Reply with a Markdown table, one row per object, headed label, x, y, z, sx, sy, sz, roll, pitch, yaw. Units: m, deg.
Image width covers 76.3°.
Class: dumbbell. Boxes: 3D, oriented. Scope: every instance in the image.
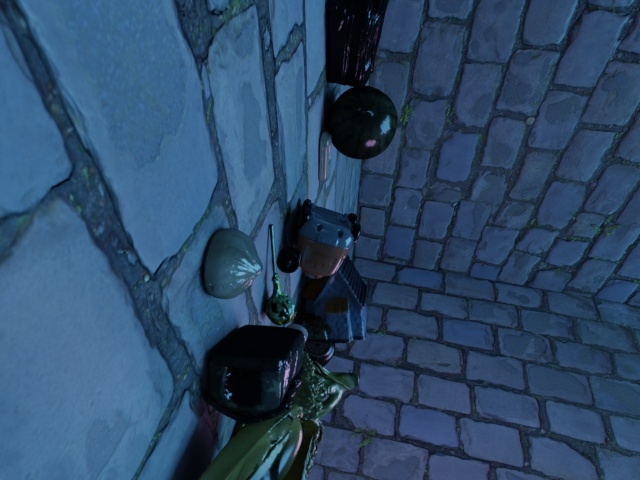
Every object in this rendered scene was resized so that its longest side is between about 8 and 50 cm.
| label | x | y | z | sx | sy | sz | roll | pitch | yaw |
| --- | --- | --- | --- | --- | --- | --- | --- | --- | --- |
| dumbbell | -0.094 | 0.057 | 1.209 | 0.147 | 0.070 | 0.069 | -83 | -179 | -77 |

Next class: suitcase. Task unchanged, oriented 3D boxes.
| label | x | y | z | sx | sy | sz | roll | pitch | yaw |
| --- | --- | --- | --- | --- | --- | --- | --- | --- | --- |
| suitcase | 0.128 | -0.757 | 1.462 | 0.339 | 0.189 | 0.344 | 96 | 7 | -56 |

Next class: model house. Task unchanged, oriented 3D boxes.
| label | x | y | z | sx | sy | sz | roll | pitch | yaw |
| --- | --- | --- | --- | --- | --- | --- | --- | --- | --- |
| model house | 0.055 | 0.218 | 1.741 | 0.360 | 0.298 | 0.338 | -44 | 135 | -76 |

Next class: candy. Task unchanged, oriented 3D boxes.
| label | x | y | z | sx | sy | sz | roll | pitch | yaw |
| --- | --- | --- | --- | --- | --- | --- | --- | --- | --- |
| candy | -0.118 | 0.099 | 1.135 | 0.083 | 0.091 | 0.304 | -42 | 135 | -60 |

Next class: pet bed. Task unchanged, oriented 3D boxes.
| label | x | y | z | sx | sy | sz | roll | pitch | yaw |
| --- | --- | --- | --- | --- | --- | --- | --- | --- | --- |
| pet bed | -0.136 | 0.291 | 0.889 | 0.211 | 0.184 | 0.159 | -42 | 135 | -79 |

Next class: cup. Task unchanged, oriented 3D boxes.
| label | x | y | z | sx | sy | sz | roll | pitch | yaw |
| --- | --- | --- | --- | --- | --- | --- | --- | --- | --- |
| cup | -0.027 | 0.480 | 1.887 | 0.176 | 0.170 | 0.222 | 93 | -20 | -57 |

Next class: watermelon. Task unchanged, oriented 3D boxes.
| label | x | y | z | sx | sy | sz | roll | pitch | yaw |
| --- | --- | --- | --- | --- | --- | --- | --- | --- | --- |
| watermelon | 0.165 | -0.462 | 1.611 | 0.359 | 0.280 | 0.278 | -155 | -106 | -88 |

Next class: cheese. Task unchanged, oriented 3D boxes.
| label | x | y | z | sx | sy | sz | roll | pitch | yaw |
| --- | --- | --- | --- | --- | --- | --- | --- | --- | --- |
| cheese | -0.148 | 0.474 | 0.856 | 0.316 | 0.128 | 0.259 | -40 | 164 | -25 |

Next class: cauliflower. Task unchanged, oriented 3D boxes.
| label | x | y | z | sx | sy | sz | roll | pitch | yaw |
| --- | --- | --- | --- | --- | --- | --- | --- | --- | --- |
| cauliflower | -0.026 | 0.603 | 1.640 | 0.260 | 0.281 | 0.326 | -35 | -132 | 46 |

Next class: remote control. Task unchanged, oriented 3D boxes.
| label | x | y | z | sx | sy | sz | roll | pitch | yaw |
| --- | --- | --- | --- | --- | --- | --- | --- | --- | --- |
| remote control | 0.021 | -0.328 | 1.615 | 0.221 | 0.042 | 0.078 | 90 | 12 | -45 |

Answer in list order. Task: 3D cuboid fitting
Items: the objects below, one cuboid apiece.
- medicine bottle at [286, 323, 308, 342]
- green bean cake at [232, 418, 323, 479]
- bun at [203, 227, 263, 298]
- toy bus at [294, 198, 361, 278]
| label | x | y | z | sx | sy | sz | roll | pitch | yaw |
| --- | --- | --- | --- | --- | --- | --- | --- | --- | --- |
| medicine bottle | -0.110 | 0.393 | 1.435 | 0.188 | 0.088 | 0.131 | -69 | 165 | -49 |
| green bean cake | -0.127 | 0.580 | 1.104 | 0.131 | 0.230 | 0.223 | 98 | 9 | -53 |
| bun | -0.156 | 0.046 | 0.776 | 0.138 | 0.095 | 0.138 | 7 | 90 | -84 |
| toy bus | 0.006 | 0.004 | 1.350 | 0.287 | 0.194 | 0.231 | -98 | -156 | -74 |
